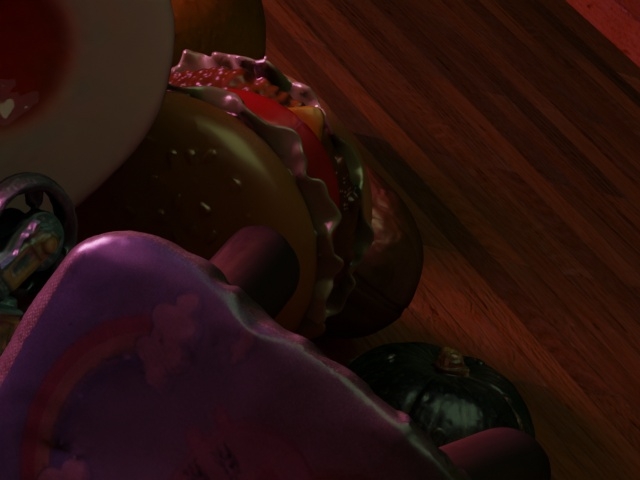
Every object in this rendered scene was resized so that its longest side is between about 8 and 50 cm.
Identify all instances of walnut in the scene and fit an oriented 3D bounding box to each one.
[{"bbox_3d":[0.000,0.000,1.856,0.207,0.167,0.167,37,21,-2],"label":"walnut"}]

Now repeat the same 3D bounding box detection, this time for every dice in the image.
[{"bbox_3d":[-0.315,-0.149,1.444,0.304,0.277,0.304,13,47,44],"label":"dice"}]

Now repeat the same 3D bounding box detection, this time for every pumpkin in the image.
[{"bbox_3d":[0.090,0.161,1.645,0.190,0.146,0.190,16,-4,1],"label":"pumpkin"}]

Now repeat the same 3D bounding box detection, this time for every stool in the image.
[{"bbox_3d":[-0.059,0.173,1.229,0.310,0.310,0.226,37,15,11],"label":"stool"}]

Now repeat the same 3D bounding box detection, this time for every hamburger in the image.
[{"bbox_3d":[-0.100,-0.016,1.621,0.274,0.274,0.212,34,24,7],"label":"hamburger"}]

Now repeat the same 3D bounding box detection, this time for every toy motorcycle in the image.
[{"bbox_3d":[-0.252,0.088,1.282,0.109,0.198,0.296,17,49,41],"label":"toy motorcycle"}]

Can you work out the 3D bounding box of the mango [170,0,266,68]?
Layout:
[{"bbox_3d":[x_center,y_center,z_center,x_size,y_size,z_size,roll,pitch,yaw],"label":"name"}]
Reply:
[{"bbox_3d":[-0.221,-0.207,1.969,0.301,0.220,0.445,39,31,3],"label":"mango"}]
